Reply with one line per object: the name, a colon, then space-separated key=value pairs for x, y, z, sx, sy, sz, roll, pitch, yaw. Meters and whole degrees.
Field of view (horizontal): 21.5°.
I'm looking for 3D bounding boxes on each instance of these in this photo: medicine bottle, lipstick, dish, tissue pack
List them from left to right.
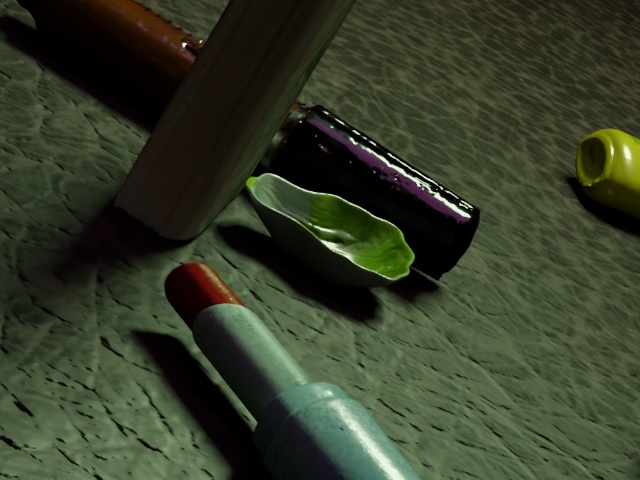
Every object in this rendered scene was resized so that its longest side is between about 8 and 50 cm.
lipstick: x=-0.064 y=-0.102 z=1.341 sx=0.418 sy=0.077 sz=0.077 roll=32 pitch=21 yaw=10
tissue pack: x=-0.023 y=-0.158 z=1.175 sx=0.071 sy=0.325 sz=0.170 roll=33 pitch=22 yaw=2
lipstick: x=-0.011 y=0.103 z=0.961 sx=0.068 sy=0.061 sz=0.274 roll=6 pitch=31 yaw=-42
dish: x=0.000 y=0.000 z=1.242 sx=0.137 sy=0.039 sz=0.091 roll=27 pitch=26 yaw=-4
medicine bottle: x=0.411 y=-0.033 z=1.781 sx=0.309 sy=0.076 sz=0.111 roll=20 pitch=29 yaw=-20
